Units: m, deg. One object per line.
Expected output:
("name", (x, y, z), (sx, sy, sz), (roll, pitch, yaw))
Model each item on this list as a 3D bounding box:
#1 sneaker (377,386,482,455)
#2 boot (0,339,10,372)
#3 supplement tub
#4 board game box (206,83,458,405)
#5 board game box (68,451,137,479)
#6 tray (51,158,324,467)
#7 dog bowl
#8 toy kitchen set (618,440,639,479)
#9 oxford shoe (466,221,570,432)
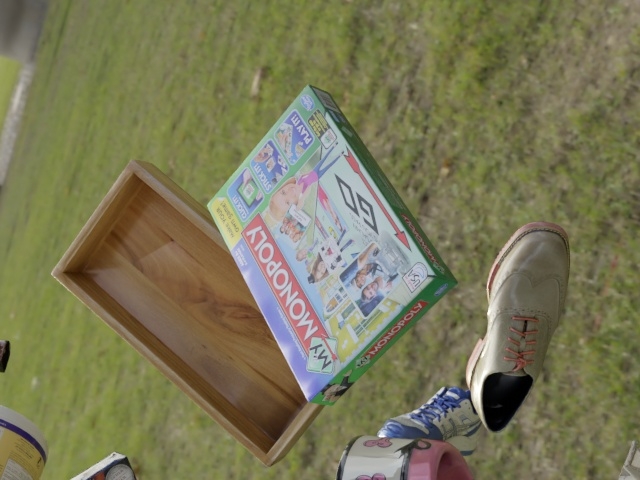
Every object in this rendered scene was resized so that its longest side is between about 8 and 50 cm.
("sneaker", (0.212, 0.329, 1.935), (0.112, 0.296, 0.131), (26, 100, 33))
("boot", (-0.353, 0.126, 0.947), (0.106, 0.114, 0.037), (-84, 0, -51))
("supplement tub", (-0.655, 0.485, 1.885), (0.241, 0.241, 0.331), (-52, 20, 45))
("board game box", (0.000, 0.000, 1.204), (0.213, 0.046, 0.317), (-47, 53, 22))
("board game box", (-0.355, 0.435, 1.473), (0.042, 0.243, 0.165), (2, 116, 54))
("tray", (-0.154, 0.094, 1.422), (0.203, 0.411, 0.076), (-53, -12, 10))
("dog bowl", (0.164, 0.497, 1.631), (0.150, 0.408, 0.408), (-15, 51, 18))
("toy kitchen set", (0.294, 0.241, 0.921), (0.083, 0.068, 0.075), (-53, -27, -38))
("oxford shoe", (0.308, 0.138, 1.559), (0.130, 0.123, 0.348), (-86, 3, -58))
